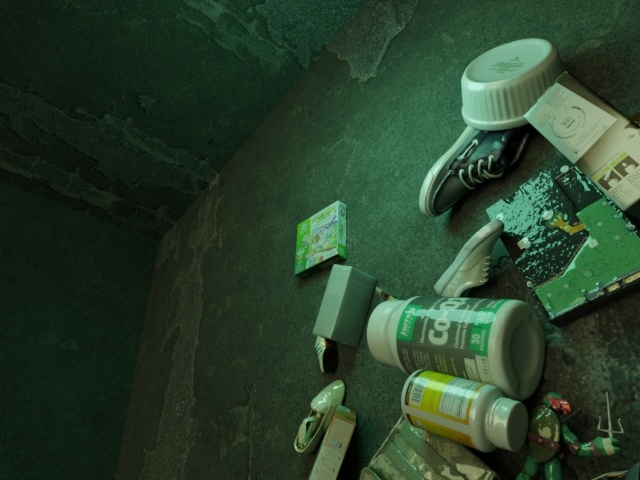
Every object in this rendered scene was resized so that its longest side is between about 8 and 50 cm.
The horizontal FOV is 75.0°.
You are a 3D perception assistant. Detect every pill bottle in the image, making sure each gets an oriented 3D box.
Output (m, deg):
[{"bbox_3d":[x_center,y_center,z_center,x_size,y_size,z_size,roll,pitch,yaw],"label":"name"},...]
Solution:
[{"bbox_3d":[0.270,0.324,0.798,0.215,0.117,0.117,-3,65,50],"label":"pill bottle"},{"bbox_3d":[0.294,0.232,0.967,0.361,0.204,0.204,-7,62,51],"label":"pill bottle"}]

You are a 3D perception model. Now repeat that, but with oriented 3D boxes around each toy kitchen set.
[{"bbox_3d":[0.184,0.189,1.263,0.075,0.068,0.083,-60,34,5],"label":"toy kitchen set"}]

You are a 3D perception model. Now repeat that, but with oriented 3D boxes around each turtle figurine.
[{"bbox_3d":[0.420,0.365,0.748,0.175,0.118,0.234,104,-173,-81],"label":"turtle figurine"}]

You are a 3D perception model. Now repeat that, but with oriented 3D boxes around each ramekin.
[{"bbox_3d":[0.508,-0.425,1.116,0.273,0.127,0.272,-20,37,16],"label":"ramekin"}]

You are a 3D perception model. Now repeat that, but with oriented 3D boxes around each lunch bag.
[{"bbox_3d":[0.217,0.537,0.868,0.287,0.169,0.235,-53,33,-5],"label":"lunch bag"}]

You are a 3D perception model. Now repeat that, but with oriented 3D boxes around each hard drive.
[{"bbox_3d":[0.543,-0.009,0.928,0.237,0.064,0.338,-41,39,29],"label":"hard drive"}]

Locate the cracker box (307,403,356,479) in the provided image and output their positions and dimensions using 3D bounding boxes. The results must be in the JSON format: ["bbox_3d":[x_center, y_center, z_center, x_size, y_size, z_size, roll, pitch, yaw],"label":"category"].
[{"bbox_3d":[0.027,0.581,1.132,0.155,0.067,0.232,66,-135,-78],"label":"cracker box"}]

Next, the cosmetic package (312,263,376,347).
[{"bbox_3d":[0.079,0.210,1.339,0.107,0.127,0.237,4,69,53],"label":"cosmetic package"}]

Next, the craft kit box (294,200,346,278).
[{"bbox_3d":[0.000,0.000,1.651,0.250,0.061,0.246,-29,44,39],"label":"craft kit box"}]

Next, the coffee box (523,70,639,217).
[{"bbox_3d":[0.581,-0.190,0.842,0.118,0.168,0.297,-52,47,34],"label":"coffee box"}]

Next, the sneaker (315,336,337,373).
[{"bbox_3d":[0.015,0.369,1.390,0.075,0.057,0.161,131,146,-49],"label":"sneaker"}]

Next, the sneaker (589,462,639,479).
[{"bbox_3d":[0.506,0.412,0.639,0.321,0.128,0.126,-42,41,31],"label":"sneaker"}]

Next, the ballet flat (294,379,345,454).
[{"bbox_3d":[-0.008,0.536,1.270,0.086,0.086,0.248,23,87,56],"label":"ballet flat"}]

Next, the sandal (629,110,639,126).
[{"bbox_3d":[0.678,-0.195,0.897,0.072,0.049,0.180,27,104,52],"label":"sandal"}]

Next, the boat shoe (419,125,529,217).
[{"bbox_3d":[0.421,-0.198,1.151,0.340,0.127,0.158,-57,32,1],"label":"boat shoe"}]

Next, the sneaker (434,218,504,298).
[{"bbox_3d":[0.389,0.062,1.039,0.091,0.094,0.258,45,131,26],"label":"sneaker"}]
